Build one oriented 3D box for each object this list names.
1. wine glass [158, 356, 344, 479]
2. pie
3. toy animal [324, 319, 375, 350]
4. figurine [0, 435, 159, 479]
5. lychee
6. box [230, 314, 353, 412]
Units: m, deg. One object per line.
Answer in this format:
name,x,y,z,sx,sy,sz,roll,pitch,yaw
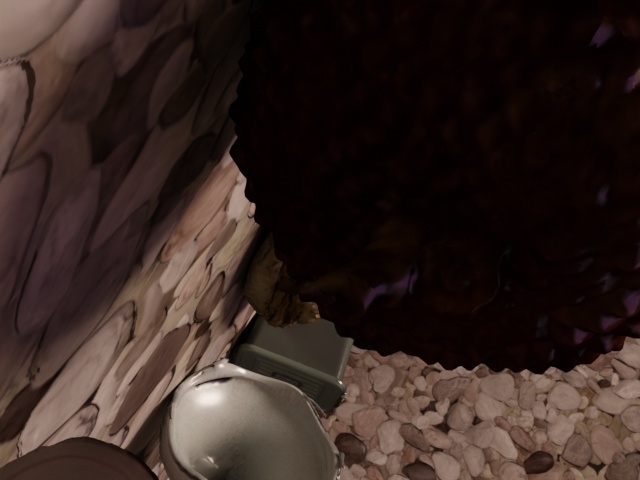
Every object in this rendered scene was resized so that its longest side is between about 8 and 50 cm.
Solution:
wine glass,-0.095,0.224,0.919,0.196,0.165,0.165,-54,177,35
pie,0.000,0.000,0.912,0.163,0.079,0.193,-62,172,-14
toy animal,0.049,-0.001,1.077,0.094,0.121,0.225,-64,174,-54
figurine,-0.125,0.249,0.579,0.206,0.284,0.316,-42,140,-34
lychee,0.086,-0.057,0.510,0.300,0.264,0.264,-49,169,-35
box,-0.025,0.118,1.075,0.084,0.122,0.069,113,-1,-58
